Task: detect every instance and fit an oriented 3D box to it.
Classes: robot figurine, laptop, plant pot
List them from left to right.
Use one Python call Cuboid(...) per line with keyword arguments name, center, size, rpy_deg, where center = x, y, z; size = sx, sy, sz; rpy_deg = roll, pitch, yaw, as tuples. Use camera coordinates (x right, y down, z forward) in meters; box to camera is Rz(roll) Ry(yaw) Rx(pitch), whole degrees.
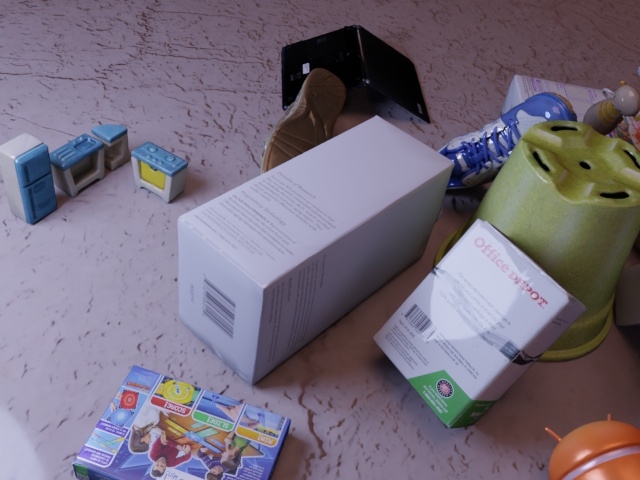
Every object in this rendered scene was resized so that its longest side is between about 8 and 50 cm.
Cuboid(name="laptop", center=(0.065, -0.322, 1.373), size=(0.264, 0.136, 0.234), rpy_deg=(-15, 43, 10))
Cuboid(name="plant pot", center=(0.325, -0.016, 0.941), size=(0.276, 0.254, 0.276), rpy_deg=(6, 45, -6))
Cuboid(name="robot figurine", center=(0.332, 0.290, 0.724), size=(0.128, 0.158, 0.219), rpy_deg=(32, 28, -41))

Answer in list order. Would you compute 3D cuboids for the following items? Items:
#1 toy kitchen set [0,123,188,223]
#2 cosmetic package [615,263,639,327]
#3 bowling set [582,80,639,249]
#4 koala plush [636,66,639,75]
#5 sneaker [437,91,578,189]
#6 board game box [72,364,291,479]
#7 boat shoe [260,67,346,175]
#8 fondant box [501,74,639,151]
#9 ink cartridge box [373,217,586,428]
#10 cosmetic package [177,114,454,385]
Cuboid(name="toy kitchen set", center=(-0.325, -0.101, 0.990), size=(0.166, 0.122, 0.207), rpy_deg=(28, 47, 17))
Cuboid(name="cosmetic package", center=(0.602, 0.067, 0.842), size=(0.284, 0.377, 0.097), rpy_deg=(8, 79, -5))
Cuboid(name="bowling set", center=(0.440, -0.080, 1.069), size=(0.200, 0.154, 0.287), rpy_deg=(-23, 85, -2))
Cuboid(name="koala plush", center=(0.791, -0.314, 1.403), size=(0.196, 0.203, 0.221), rpy_deg=(0, 33, -12))
Cuboid(name="sneaker", center=(0.273, -0.134, 1.061), size=(0.131, 0.296, 0.112), rpy_deg=(-24, 87, -24))
Cuboid(name="board game box", center=(-0.149, 0.231, 0.751), size=(0.201, 0.035, 0.136), rpy_deg=(18, 44, 7))
Cuboid(name="boat shoe", center=(-0.034, -0.172, 1.151), size=(0.104, 0.089, 0.285), rpy_deg=(34, 54, -12))
Cuboid(name="fondant box", center=(0.525, -0.189, 1.272), size=(0.330, 0.096, 0.238), rpy_deg=(9, 44, -1))
Cuboid(name="ink cartridge box", center=(0.192, 0.101, 0.824), size=(0.087, 0.208, 0.153), rpy_deg=(19, 25, -53))
Cuboid(name="cosmetic package", center=(0.000, 0.000, 0.903), size=(0.155, 0.197, 0.365), rpy_deg=(36, 48, 25))
